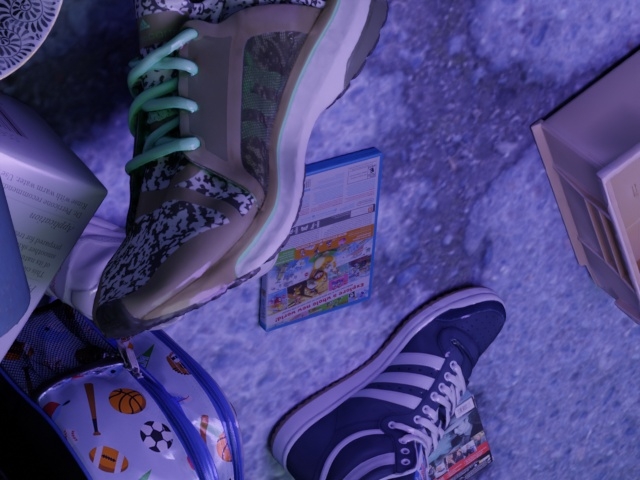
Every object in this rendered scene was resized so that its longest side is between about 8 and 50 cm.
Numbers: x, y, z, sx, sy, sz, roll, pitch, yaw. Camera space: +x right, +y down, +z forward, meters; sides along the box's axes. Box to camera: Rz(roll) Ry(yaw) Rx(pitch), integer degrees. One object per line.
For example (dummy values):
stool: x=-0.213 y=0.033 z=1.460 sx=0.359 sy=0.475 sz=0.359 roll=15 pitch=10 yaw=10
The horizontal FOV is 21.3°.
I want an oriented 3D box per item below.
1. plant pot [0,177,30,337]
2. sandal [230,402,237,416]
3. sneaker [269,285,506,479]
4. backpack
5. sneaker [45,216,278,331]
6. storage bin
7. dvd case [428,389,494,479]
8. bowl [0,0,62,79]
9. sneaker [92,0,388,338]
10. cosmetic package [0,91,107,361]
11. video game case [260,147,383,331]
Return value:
plant pot: x=-0.336 y=-0.074 z=0.964 sx=0.341 sy=0.341 sz=0.334 roll=-22 pitch=103 yaw=-23
sandal: x=-0.165 y=0.228 z=1.593 sx=0.219 sy=0.090 sz=0.060 roll=-45 pitch=158 yaw=-12
sneaker: x=0.102 y=0.172 z=1.686 sx=0.282 sy=0.153 sz=0.099 roll=-36 pitch=136 yaw=-10
backpack: x=-0.180 y=0.203 z=1.417 sx=0.213 sy=0.263 sz=0.276 roll=-21 pitch=130 yaw=-22
sneaker: x=-0.126 y=0.034 z=1.443 sx=0.232 sy=0.115 sz=0.090 roll=-9 pitch=125 yaw=-32
storage bin: x=0.376 y=-0.079 z=1.735 sx=0.262 sy=0.123 sz=0.260 roll=-37 pitch=135 yaw=-10
dvd case: x=0.141 y=0.225 z=1.854 sx=0.087 sy=0.013 sz=0.119 roll=-34 pitch=136 yaw=-13
bowl: x=-0.268 y=-0.194 z=1.189 sx=0.170 sy=0.080 sz=0.170 roll=-16 pitch=115 yaw=-36
sneaker: x=-0.100 y=-0.106 z=1.273 sx=0.182 sy=0.158 sz=0.410 roll=45 pitch=47 yaw=-26
cosmetic package: x=-0.360 y=0.054 z=1.258 sx=0.217 sy=0.156 sz=0.385 roll=27 pitch=103 yaw=-44
video game case: x=0.000 y=0.000 z=1.586 sx=0.119 sy=0.015 sz=0.166 roll=-17 pitch=128 yaw=-28
